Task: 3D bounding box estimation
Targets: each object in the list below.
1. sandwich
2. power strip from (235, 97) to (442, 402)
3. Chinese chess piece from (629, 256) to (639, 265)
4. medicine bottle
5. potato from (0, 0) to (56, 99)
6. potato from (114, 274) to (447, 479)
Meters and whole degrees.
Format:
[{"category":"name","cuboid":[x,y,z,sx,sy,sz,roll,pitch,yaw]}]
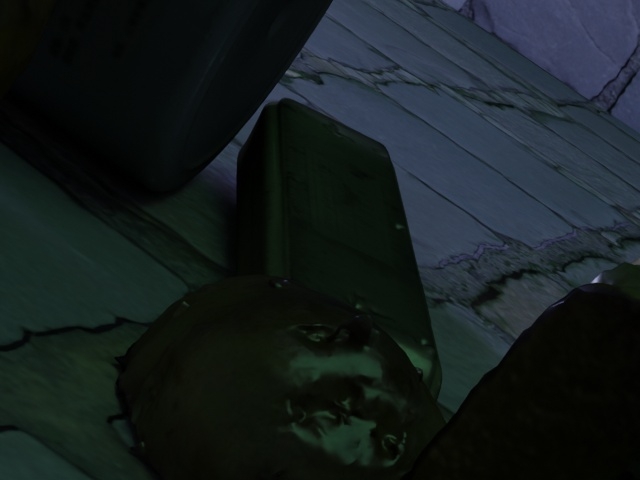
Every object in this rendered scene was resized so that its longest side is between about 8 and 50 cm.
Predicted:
[{"category":"sandwich","cuboid":[0.083,0.101,0.520,0.109,0.185,0.160,46,22,21]},{"category":"power strip","cuboid":[0.000,0.000,0.929,0.092,0.066,0.387,28,17,-11]},{"category":"Chinese chess piece","cuboid":[0.258,0.113,1.019,0.251,0.097,0.251,30,15,-9]},{"category":"medicine bottle","cuboid":[-0.111,-0.182,0.931,0.232,0.238,0.238,33,14,5]},{"category":"potato","cuboid":[-0.187,-0.172,0.708,0.229,0.266,0.229,29,11,-6]},{"category":"potato","cuboid":[-0.017,0.049,0.661,0.101,0.089,0.172,10,28,-51]}]
